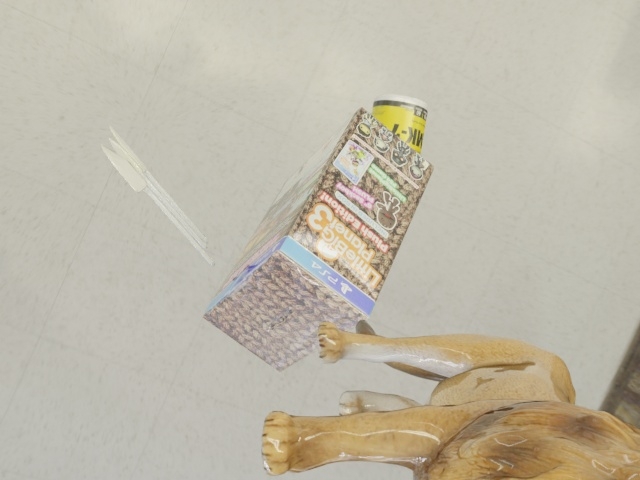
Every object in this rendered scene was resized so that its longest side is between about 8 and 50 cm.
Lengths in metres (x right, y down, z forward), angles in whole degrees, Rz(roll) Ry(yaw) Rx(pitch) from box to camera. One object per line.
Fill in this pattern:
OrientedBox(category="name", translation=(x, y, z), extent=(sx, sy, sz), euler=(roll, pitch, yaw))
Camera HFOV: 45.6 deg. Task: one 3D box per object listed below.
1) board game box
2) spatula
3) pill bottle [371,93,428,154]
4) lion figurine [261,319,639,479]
OrientedBox(category="board game box", translation=(0.000, 0.000, 1.063), extent=(0.141, 0.232, 0.291), euler=(37, 52, -11))
OrientedBox(category="spatula", translation=(-0.244, -0.063, 1.152), extent=(0.019, 0.168, 0.242), euler=(-38, 112, -1))
OrientedBox(category="pill bottle", translation=(0.155, -0.195, 1.622), extent=(0.119, 0.119, 0.208), euler=(10, 88, -14))
OrientedBox(category="lion figurine", translation=(0.108, 0.122, 0.475), extent=(0.240, 0.392, 0.142), euler=(-2, 106, 10))
